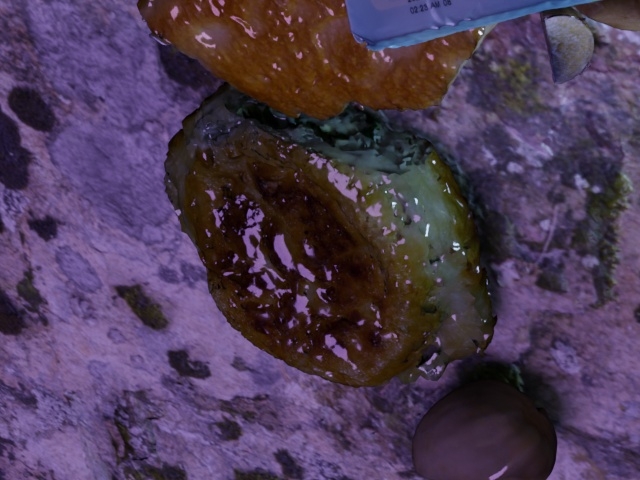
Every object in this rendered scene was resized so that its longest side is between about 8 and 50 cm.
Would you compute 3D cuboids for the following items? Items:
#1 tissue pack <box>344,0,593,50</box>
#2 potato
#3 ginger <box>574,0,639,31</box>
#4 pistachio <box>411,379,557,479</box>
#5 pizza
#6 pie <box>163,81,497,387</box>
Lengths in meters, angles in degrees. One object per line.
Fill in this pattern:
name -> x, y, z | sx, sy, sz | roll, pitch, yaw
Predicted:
tissue pack -> 0.128, -0.243, 1.326 | 0.263, 0.089, 0.177 | -8, 94, 43
potato -> 0.191, -0.164, 1.458 | 0.037, 0.036, 0.093 | -17, 150, 4
ginger -> 0.234, -0.199, 1.352 | 0.190, 0.069, 0.095 | 1, 100, 38
pistachio -> 0.156, 0.199, 1.804 | 0.124, 0.124, 0.185 | 42, 145, -10
pizza -> 0.007, -0.182, 1.538 | 0.365, 0.074, 0.182 | -1, 128, 34
pie -> 0.000, 0.000, 1.723 | 0.355, 0.103, 0.288 | 25, 136, 16
